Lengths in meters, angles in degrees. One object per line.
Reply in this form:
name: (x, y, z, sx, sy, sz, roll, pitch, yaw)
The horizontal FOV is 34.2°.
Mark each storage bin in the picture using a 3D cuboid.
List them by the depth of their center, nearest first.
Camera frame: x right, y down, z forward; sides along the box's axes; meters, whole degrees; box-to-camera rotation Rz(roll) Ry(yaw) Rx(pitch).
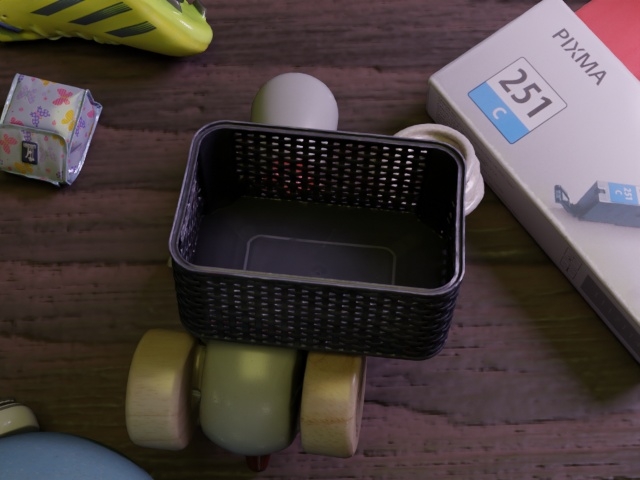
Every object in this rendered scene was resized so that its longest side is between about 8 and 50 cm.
storage bin: (0.000, 0.000, 0.680, 0.180, 0.084, 0.122, 5, 55, 3)

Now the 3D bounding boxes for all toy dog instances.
toy dog: (-0.029, 0.043, 0.799, 0.220, 0.161, 0.333, 24, 57, 14)

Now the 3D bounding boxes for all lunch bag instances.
lunch bag: (-0.235, -0.092, 0.887, 0.071, 0.053, 0.083, 15, 80, 9)

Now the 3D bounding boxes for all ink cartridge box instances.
ink cartridge box: (0.277, -0.085, 0.856, 0.261, 0.066, 0.296, -34, 71, -10)

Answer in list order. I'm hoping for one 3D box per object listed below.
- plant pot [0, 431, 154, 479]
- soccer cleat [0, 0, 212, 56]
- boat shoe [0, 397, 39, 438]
plant pot: (-0.186, 0.239, 0.666, 0.290, 0.290, 0.195, -3, 33, 1)
soccer cleat: (-0.231, -0.219, 0.931, 0.289, 0.093, 0.121, 27, 103, 7)
boat shoe: (-0.329, 0.160, 0.786, 0.228, 0.080, 0.076, -25, 72, 1)
